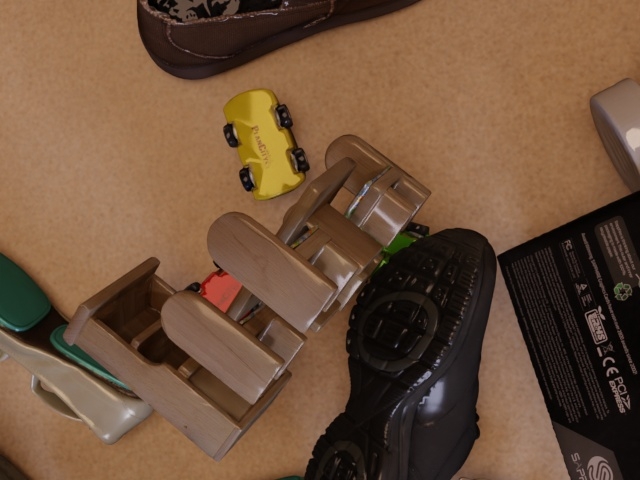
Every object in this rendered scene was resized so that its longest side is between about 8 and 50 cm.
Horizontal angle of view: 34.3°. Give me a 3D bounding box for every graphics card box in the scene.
[{"bbox_3d":[0.338,0.048,0.766,0.371,0.094,0.233,-27,64,25],"label":"graphics card box"}]

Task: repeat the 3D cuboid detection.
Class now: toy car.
[{"bbox_3d":[0.000,0.000,0.925,0.225,0.053,0.239,13,90,8],"label":"toy car"}]

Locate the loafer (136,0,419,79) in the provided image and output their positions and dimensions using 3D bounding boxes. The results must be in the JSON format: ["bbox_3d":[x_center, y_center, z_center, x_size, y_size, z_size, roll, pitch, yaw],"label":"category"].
[{"bbox_3d":[0.000,-0.250,0.896,0.366,0.130,0.134,-29,84,6],"label":"loafer"}]

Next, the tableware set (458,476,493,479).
[{"bbox_3d":[0.143,0.292,0.888,0.141,0.020,0.168,31,90,-11],"label":"tableware set"}]

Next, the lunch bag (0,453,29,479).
[{"bbox_3d":[-0.396,0.218,0.855,0.235,0.287,0.169,39,94,9],"label":"lunch bag"}]

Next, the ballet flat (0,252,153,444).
[{"bbox_3d":[-0.263,0.097,0.950,0.248,0.086,0.086,37,93,7],"label":"ballet flat"}]

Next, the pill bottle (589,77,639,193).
[{"bbox_3d":[0.343,-0.123,0.845,0.221,0.121,0.121,-27,84,6],"label":"pill bottle"}]

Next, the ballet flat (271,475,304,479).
[{"bbox_3d":[-0.110,0.270,0.917,0.241,0.091,0.077,-12,107,11],"label":"ballet flat"}]

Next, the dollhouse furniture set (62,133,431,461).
[{"bbox_3d":[-0.066,0.024,0.804,0.161,0.212,0.242,38,120,6],"label":"dollhouse furniture set"}]

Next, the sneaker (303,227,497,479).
[{"bbox_3d":[0.084,0.125,0.869,0.109,0.130,0.286,34,107,45],"label":"sneaker"}]
